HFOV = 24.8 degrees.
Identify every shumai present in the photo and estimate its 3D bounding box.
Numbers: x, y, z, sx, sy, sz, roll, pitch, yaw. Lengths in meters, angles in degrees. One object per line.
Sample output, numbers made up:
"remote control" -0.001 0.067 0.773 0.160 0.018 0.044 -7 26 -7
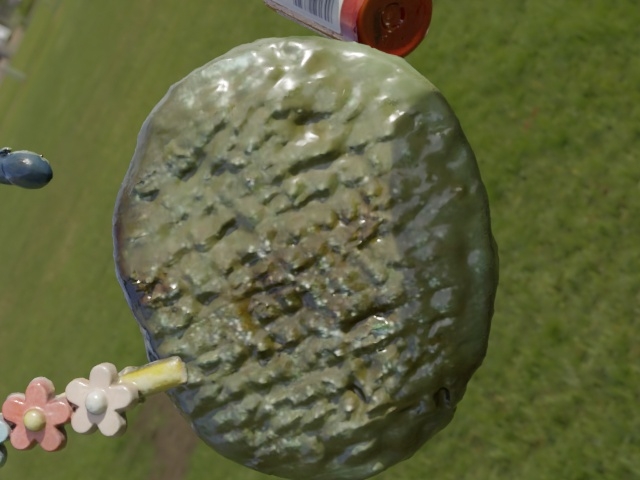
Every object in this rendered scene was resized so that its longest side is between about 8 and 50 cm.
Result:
"shumai" 0.000 0.000 1.366 0.323 0.324 0.397 -67 -34 -77

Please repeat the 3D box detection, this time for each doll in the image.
"doll" -0.254 -0.057 1.122 0.125 0.037 0.027 7 74 36

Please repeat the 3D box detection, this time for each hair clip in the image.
"hair clip" -0.200 0.129 1.087 0.056 0.214 0.062 151 101 -88

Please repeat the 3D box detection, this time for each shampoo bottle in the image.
"shampoo bottle" 0.001 -0.284 1.608 0.278 0.104 0.104 35 100 47
